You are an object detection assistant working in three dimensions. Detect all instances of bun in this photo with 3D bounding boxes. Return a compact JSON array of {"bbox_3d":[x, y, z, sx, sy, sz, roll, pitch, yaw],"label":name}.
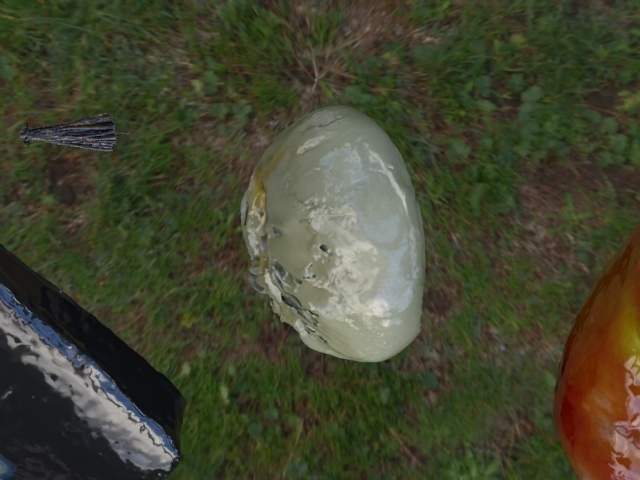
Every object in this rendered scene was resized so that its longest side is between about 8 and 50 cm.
[{"bbox_3d":[0.000,0.000,1.165,0.146,0.287,0.287,-12,99,-22],"label":"bun"}]

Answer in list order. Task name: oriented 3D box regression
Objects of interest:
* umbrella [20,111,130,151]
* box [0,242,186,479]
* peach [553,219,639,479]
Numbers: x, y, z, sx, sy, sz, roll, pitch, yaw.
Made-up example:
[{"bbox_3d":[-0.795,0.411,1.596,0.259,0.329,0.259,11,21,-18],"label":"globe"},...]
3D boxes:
[{"bbox_3d":[-0.185,-0.082,0.861,0.083,0.020,0.031,-5,86,-16],"label":"umbrella"},{"bbox_3d":[-0.338,0.134,1.011,0.359,0.091,0.350,-27,123,27],"label":"box"},{"bbox_3d":[0.218,0.047,0.458,0.243,0.243,0.199,-21,90,3],"label":"peach"}]
